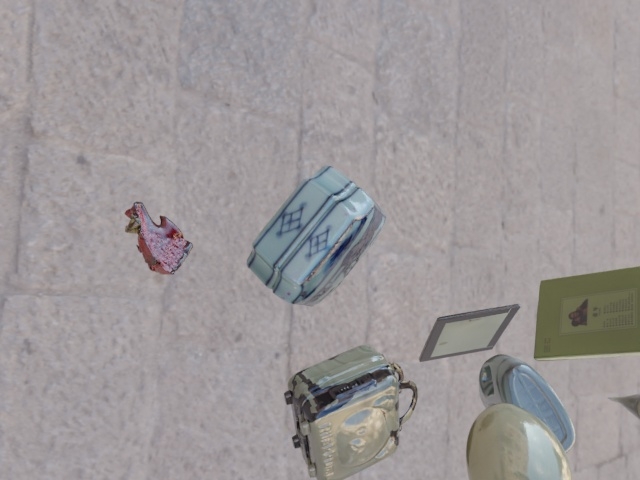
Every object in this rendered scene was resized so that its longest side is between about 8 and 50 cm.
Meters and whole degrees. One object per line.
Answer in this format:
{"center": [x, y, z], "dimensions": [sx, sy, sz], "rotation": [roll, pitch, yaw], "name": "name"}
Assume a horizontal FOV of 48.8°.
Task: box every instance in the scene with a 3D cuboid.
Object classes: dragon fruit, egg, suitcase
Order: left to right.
{"center": [-0.395, -0.008, 1.696], "dimensions": [0.122, 0.092, 0.192], "rotation": [-27, 106, 0], "name": "dragon fruit"}
{"center": [0.097, 0.444, 1.820], "dimensions": [0.339, 0.194, 0.351], "rotation": [-20, 132, -18], "name": "suitcase"}
{"center": [0.367, 0.425, 1.319], "dimensions": [0.186, 0.186, 0.242], "rotation": [-15, 77, -49], "name": "egg"}

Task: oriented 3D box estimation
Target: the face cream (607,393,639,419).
{"center": [0.730, 0.378, 1.594], "dimensions": [0.070, 0.114, 0.224], "rotation": [-64, 167, -6], "name": "face cream"}

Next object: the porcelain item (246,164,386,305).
{"center": [0.000, 0.000, 1.506], "dimensions": [0.281, 0.157, 0.286], "rotation": [-49, 164, 2], "name": "porcelain item"}

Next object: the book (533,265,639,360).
{"center": [0.702, 0.176, 1.733], "dimensions": [0.035, 0.352, 0.239], "rotation": [41, 51, -36], "name": "book"}

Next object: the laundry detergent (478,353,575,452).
{"center": [0.493, 0.405, 1.834], "dimensions": [0.124, 0.398, 0.264], "rotation": [-32, 90, -4], "name": "laundry detergent"}

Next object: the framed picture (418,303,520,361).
{"center": [0.462, 0.297, 2.230], "dimensions": [0.347, 0.265, 0.016], "rotation": [93, -14, -60], "name": "framed picture"}
